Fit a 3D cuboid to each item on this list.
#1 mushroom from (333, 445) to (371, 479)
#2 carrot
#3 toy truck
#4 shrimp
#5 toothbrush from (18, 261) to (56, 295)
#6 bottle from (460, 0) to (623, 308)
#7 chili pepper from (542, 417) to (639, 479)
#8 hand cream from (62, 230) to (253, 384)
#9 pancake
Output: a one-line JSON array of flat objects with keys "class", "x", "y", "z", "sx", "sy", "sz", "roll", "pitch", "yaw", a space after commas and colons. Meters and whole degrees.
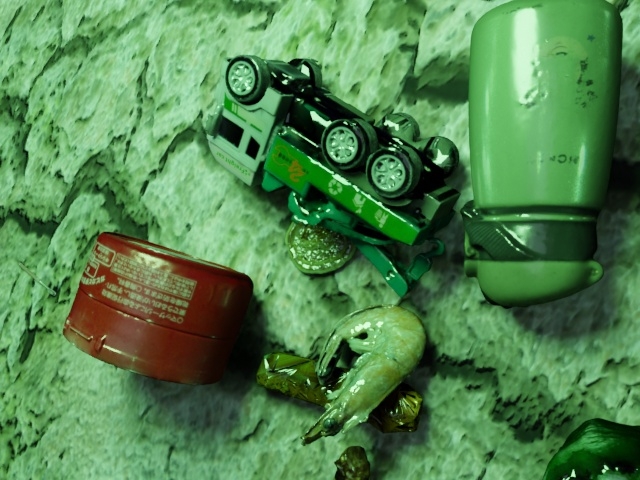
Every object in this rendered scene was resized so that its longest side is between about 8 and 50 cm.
[{"class": "mushroom", "x": -0.013, "y": 0.451, "z": 0.743, "sx": 0.302, "sy": 0.233, "sz": 0.208, "roll": -30, "pitch": 32, "yaw": 1}, {"class": "carrot", "x": 0.021, "y": 0.198, "z": 0.797, "sx": 0.229, "sy": 0.069, "sz": 0.068, "roll": 12, "pitch": 89, "yaw": 21}, {"class": "toy truck", "x": 0.017, "y": -0.101, "z": 0.770, "sx": 0.363, "sy": 0.177, "sz": 0.178, "roll": 38, "pitch": 119, "yaw": 18}, {"class": "shrimp", "x": 0.041, "y": 0.162, "z": 0.757, "sx": 0.126, "sy": 0.047, "sz": 0.223, "roll": 28, "pitch": 59, "yaw": 35}, {"class": "toothbrush", "x": -0.478, "y": 0.064, "z": 1.006, "sx": 0.097, "sy": 0.008, "sz": 0.006, "roll": 34, "pitch": 82, "yaw": 19}, {"class": "bottle", "x": 0.253, "y": -0.092, "z": 0.698, "sx": 0.169, "sy": 0.168, "sz": 0.346, "roll": 3, "pitch": 90, "yaw": 19}, {"class": "chili pepper", "x": 0.330, "y": 0.287, "z": 0.588, "sx": 0.249, "sy": 0.257, "sz": 0.233, "roll": 15, "pitch": 95, "yaw": 20}, {"class": "hand cream", "x": -0.212, "y": 0.085, "z": 0.802, "sx": 0.230, "sy": 0.230, "sz": 0.149, "roll": 17, "pitch": 90, "yaw": 19}, {"class": "pancake", "x": -0.001, "y": 0.001, "z": 0.848, "sx": 0.108, "sy": 0.017, "sz": 0.108, "roll": -3, "pitch": 80, "yaw": 19}]
